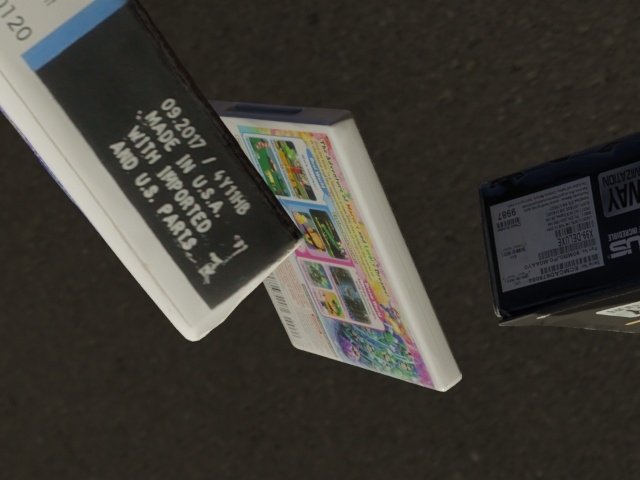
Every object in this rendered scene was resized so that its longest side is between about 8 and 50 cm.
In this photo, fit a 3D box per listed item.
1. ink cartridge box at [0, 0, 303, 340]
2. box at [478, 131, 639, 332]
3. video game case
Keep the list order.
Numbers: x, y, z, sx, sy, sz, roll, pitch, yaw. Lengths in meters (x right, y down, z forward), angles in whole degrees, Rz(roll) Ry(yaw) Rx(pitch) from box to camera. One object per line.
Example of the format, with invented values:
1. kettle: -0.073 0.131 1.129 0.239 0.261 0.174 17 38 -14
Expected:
1. ink cartridge box: -0.098 -0.083 0.451 0.206 0.045 0.208 54 173 -17
2. box: 0.272 -0.021 0.811 0.307 0.242 0.076 -18 73 37
3. video game case: 0.000 0.000 0.853 0.143 0.019 0.157 11 130 56
